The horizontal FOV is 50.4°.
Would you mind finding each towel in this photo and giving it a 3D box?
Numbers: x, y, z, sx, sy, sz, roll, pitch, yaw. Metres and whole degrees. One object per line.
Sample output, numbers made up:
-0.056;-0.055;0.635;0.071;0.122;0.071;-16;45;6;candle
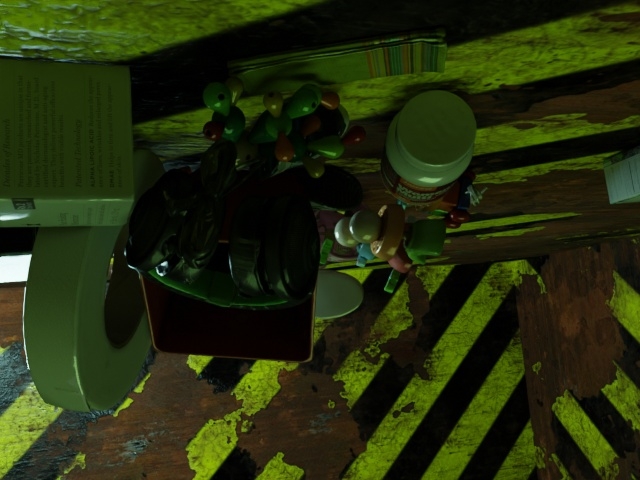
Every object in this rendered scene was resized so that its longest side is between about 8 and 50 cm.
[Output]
0.022;-0.193;0.763;0.237;0.021;0.102;-6;171;9;towel

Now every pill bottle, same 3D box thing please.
0.150;-0.127;0.961;0.121;0.121;0.221;-5;173;2;pill bottle

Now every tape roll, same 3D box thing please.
-0.310;0.054;1.002;0.072;0.391;0.392;9;173;3;tape roll

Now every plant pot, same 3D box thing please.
-0.135;0.020;1.129;0.267;0.235;0.267;4;132;0;plant pot

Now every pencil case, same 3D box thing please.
0.000;0.000;1.688;0.167;0.160;0.386;-37;-177;-20;pencil case

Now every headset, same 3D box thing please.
-0.119;0.018;0.802;0.244;0.185;0.394;11;153;-3;headset

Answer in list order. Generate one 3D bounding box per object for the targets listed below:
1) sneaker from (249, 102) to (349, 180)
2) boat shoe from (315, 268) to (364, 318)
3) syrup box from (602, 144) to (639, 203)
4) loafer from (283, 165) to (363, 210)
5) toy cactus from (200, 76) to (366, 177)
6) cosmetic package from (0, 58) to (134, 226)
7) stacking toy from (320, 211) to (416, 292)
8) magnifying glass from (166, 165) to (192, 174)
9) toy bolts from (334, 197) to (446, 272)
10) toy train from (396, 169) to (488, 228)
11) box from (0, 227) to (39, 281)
-0.026;-0.148;0.936;0.081;0.080;0.211;-26;-173;-35;sneaker
-0.050;0.118;1.702;0.341;0.127;0.158;-3;-166;15;boat shoe
0.649;-0.138;1.285;0.093;0.096;0.237;-5;172;-11;syrup box
-0.027;-0.099;1.267;0.220;0.080;0.078;8;172;-20;loafer
-0.065;-0.114;0.788;0.181;0.112;0.219;-25;166;36;toy cactus
-0.306;-0.100;0.749;0.184;0.151;0.151;-2;171;-19;cosmetic package
0.098;0.001;1.421;0.167;0.221;0.052;23;139;-1;stacking toy
-0.333;-0.089;1.187;0.231;0.026;0.092;-13;-152;13;magnifying glass
0.123;-0.047;1.274;0.159;0.218;0.228;14;159;-9;toy bolts
0.237;-0.098;1.370;0.144;0.105;0.248;8;172;1;toy train
-0.545;-0.036;0.982;0.343;0.178;0.312;-3;171;-9;box
